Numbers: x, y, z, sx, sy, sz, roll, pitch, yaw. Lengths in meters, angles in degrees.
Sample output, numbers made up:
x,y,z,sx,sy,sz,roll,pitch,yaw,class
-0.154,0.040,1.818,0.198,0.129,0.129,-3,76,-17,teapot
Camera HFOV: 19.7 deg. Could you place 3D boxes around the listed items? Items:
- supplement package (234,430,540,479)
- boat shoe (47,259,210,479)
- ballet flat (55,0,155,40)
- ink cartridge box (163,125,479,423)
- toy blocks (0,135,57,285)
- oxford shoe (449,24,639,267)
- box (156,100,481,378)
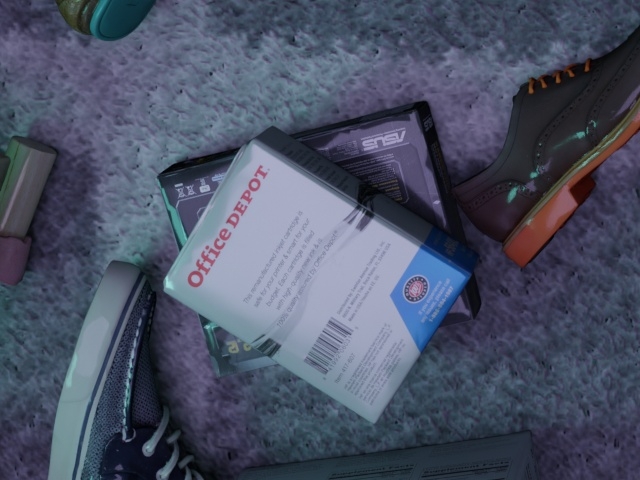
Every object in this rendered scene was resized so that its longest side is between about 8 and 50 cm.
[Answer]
x,y,z,sx,sy,sz,roll,pitch,yaw,class
0.061,0.291,1.536,0.262,0.145,0.204,-9,100,14,supplement package
-0.147,0.188,1.578,0.158,0.127,0.340,15,113,1,boat shoe
-0.117,-0.318,1.466,0.124,0.116,0.342,47,112,19,ballet flat
0.001,0.024,1.458,0.203,0.086,0.148,33,106,3,ink cartridge box
-0.414,0.005,1.481,0.289,0.309,0.260,24,100,6,toy blocks
0.206,-0.107,1.444,0.098,0.097,0.271,40,107,7,oxford shoe
0.000,0.000,1.528,0.231,0.056,0.183,-14,101,14,box
